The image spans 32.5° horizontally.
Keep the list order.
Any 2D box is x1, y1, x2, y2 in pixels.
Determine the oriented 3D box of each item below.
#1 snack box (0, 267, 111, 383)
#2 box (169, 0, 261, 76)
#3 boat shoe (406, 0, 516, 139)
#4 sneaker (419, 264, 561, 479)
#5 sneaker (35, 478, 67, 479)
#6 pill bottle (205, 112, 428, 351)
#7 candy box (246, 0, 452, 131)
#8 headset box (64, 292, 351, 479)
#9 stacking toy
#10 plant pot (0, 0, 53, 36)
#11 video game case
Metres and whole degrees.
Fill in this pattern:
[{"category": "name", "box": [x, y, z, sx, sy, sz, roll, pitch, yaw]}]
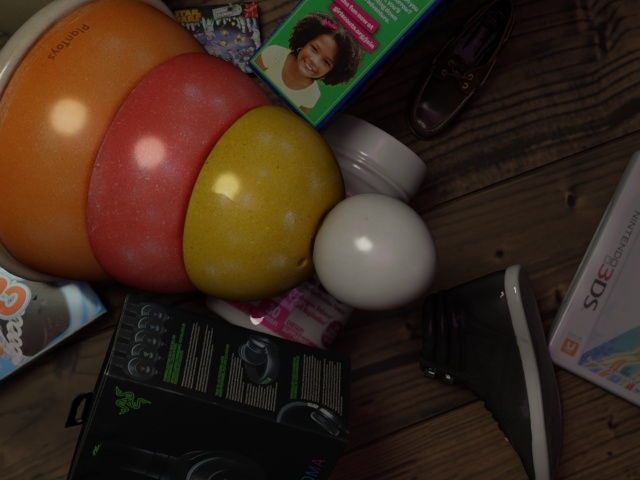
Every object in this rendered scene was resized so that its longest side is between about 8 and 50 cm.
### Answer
[{"category": "snack box", "box": [-0.422, 0.005, 1.344, 0.187, 0.060, 0.322, -34, 88, -5]}, {"category": "box", "box": [-0.144, -0.251, 1.398, 0.137, 0.027, 0.094, -6, 85, -4]}, {"category": "boat shoe", "box": [0.178, -0.222, 1.394, 0.073, 0.073, 0.207, 32, 86, -2]}, {"category": "sneaker", "box": [0.208, 0.177, 1.360, 0.147, 0.104, 0.295, -9, 106, 23]}, {"category": "sneaker", "box": [-0.255, 0.355, 1.296, 0.302, 0.121, 0.108, 13, 84, -2]}, {"category": "pill bottle", "box": [0.000, 0.000, 1.320, 0.160, 0.160, 0.283, 32, 84, -1]}, {"category": "candy box", "box": [0.093, -0.294, 1.238, 0.122, 0.268, 0.317, 43, 116, -1]}, {"category": "headset box", "box": [-0.140, 0.215, 1.230, 0.283, 0.131, 0.246, 18, 127, -11]}, {"category": "stacking toy", "box": [-0.099, -0.042, 1.150, 0.480, 0.350, 0.350, 25, 84, 26]}, {"category": "plant pot", "box": [-0.319, -0.343, 1.298, 0.284, 0.284, 0.191, 32, 119, -1]}, {"category": "video game case", "box": [0.488, 0.088, 1.407, 0.329, 0.036, 0.300, 27, 85, -1]}]
